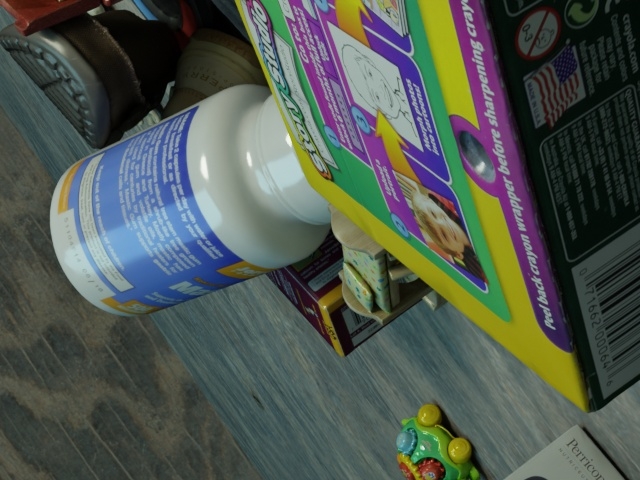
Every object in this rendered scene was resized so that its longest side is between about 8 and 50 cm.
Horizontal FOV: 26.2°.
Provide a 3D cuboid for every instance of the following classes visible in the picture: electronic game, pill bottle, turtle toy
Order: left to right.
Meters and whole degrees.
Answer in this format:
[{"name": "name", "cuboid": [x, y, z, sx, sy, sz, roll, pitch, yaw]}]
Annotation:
[{"name": "electronic game", "cuboid": [-0.170, -0.273, 1.301, 0.229, 0.048, 0.229, 51, 165, 20]}, {"name": "pill bottle", "cuboid": [-0.084, -0.038, 1.131, 0.272, 0.152, 0.152, -19, 108, 39]}, {"name": "turtle toy", "cuboid": [0.124, 0.238, 1.441, 0.130, 0.066, 0.095, 49, 164, 27]}]

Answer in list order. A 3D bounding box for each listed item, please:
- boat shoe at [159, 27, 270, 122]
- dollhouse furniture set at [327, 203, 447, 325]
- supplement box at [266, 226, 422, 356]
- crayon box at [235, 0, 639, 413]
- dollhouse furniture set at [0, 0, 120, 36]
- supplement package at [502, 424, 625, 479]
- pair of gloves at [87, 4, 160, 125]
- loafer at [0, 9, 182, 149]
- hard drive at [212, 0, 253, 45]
[{"name": "boat shoe", "cuboid": [-0.110, -0.069, 1.354, 0.122, 0.110, 0.341, 21, 154, 13]}, {"name": "dollhouse furniture set", "cuboid": [0.091, 0.051, 1.050, 0.161, 0.101, 0.182, 48, 164, 28]}, {"name": "supplement box", "cuboid": [0.000, 0.000, 1.236, 0.188, 0.104, 0.081, 45, 164, 37]}, {"name": "crayon box", "cuboid": [0.056, -0.124, 0.769, 0.313, 0.106, 0.363, 42, 160, 47]}, {"name": "dollhouse furniture set", "cuboid": [-0.280, -0.348, 1.177, 0.374, 0.152, 0.201, 39, 145, 44]}, {"name": "supplement package", "cuboid": [0.147, 0.283, 1.097, 0.139, 0.244, 0.134, 50, 166, 18]}, {"name": "pair of gloves", "cuboid": [-0.291, -0.251, 1.769, 0.240, 0.042, 0.204, 34, 151, 52]}, {"name": "loafer", "cuboid": [-0.201, -0.172, 1.278, 0.134, 0.130, 0.366, 49, 177, -7]}, {"name": "hard drive", "cuboid": [-0.070, -0.221, 0.981, 0.254, 0.054, 0.172, 47, 172, -29]}]
